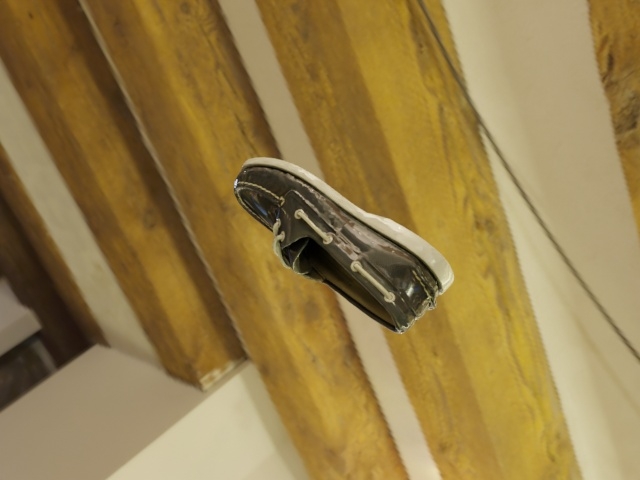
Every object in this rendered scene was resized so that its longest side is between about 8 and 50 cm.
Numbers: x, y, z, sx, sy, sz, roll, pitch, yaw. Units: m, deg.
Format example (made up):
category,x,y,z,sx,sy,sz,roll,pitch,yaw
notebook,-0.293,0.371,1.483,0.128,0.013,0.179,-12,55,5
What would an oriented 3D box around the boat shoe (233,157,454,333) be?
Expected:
category,x,y,z,sx,sy,sz,roll,pitch,yaw
boat shoe,0.000,0.000,1.004,0.303,0.091,0.114,27,-26,36
